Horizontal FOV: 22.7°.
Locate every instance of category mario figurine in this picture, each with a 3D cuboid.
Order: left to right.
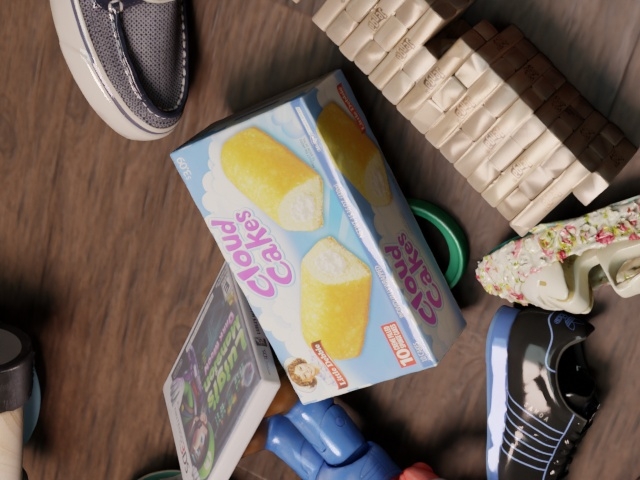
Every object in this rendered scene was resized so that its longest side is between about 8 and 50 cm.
[{"bbox_3d":[0.042,0.263,1.489,0.320,0.198,0.170,41,85,12],"label":"mario figurine"}]

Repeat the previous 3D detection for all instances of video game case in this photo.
[{"bbox_3d":[-0.099,0.140,1.529,0.022,0.173,0.190,10,128,-26],"label":"video game case"}]

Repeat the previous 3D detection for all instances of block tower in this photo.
[{"bbox_3d":[0.104,-0.152,1.317,0.335,0.091,0.097,45,126,2],"label":"block tower"}]

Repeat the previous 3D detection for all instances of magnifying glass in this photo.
[{"bbox_3d":[0.027,-0.016,1.461,0.231,0.026,0.092,23,122,17],"label":"magnifying glass"}]

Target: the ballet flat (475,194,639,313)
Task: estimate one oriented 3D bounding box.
[{"bbox_3d":[0.233,0.017,1.328,0.241,0.077,0.091,-23,140,34],"label":"ballet flat"}]

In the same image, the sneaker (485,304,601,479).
[{"bbox_3d":[0.203,0.170,1.426,0.091,0.081,0.232,7,116,30],"label":"sneaker"}]

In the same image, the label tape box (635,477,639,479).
[{"bbox_3d":[0.342,0.333,1.394,0.241,0.106,0.333,39,91,6],"label":"label tape box"}]

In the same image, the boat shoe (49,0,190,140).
[{"bbox_3d":[-0.148,-0.253,1.373,0.158,0.127,0.340,-3,111,36],"label":"boat shoe"}]

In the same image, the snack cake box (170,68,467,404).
[{"bbox_3d":[0.000,0.000,1.416,0.152,0.089,0.264,-21,103,31],"label":"snack cake box"}]

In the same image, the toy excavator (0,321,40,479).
[{"bbox_3d":[-0.534,0.132,1.719,0.433,0.445,0.222,-3,118,-17],"label":"toy excavator"}]

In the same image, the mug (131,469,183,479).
[{"bbox_3d":[-0.167,0.294,1.644,0.158,0.129,0.097,8,114,24],"label":"mug"}]
